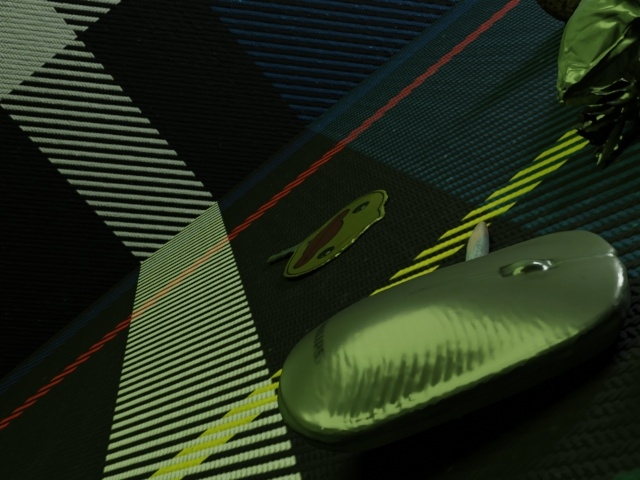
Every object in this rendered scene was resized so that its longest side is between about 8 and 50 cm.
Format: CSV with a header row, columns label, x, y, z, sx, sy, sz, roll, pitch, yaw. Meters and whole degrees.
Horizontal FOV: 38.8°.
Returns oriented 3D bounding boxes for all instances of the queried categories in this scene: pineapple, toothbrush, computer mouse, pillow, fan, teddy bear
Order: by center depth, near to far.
label,x,y,z,sx,sy,sz,roll,pitch,yaw
computer mouse,0.108,0.079,0.810,0.330,0.095,0.197,-25,24,12
toothbrush,0.159,0.066,0.948,0.037,0.028,0.375,-27,18,23
pineapple,0.391,-0.189,1.021,0.251,0.125,0.125,-43,10,32
pillow,0.433,-0.311,1.205,0.283,0.138,0.310,-39,9,41
teddy bear,0.466,-0.450,1.597,0.177,0.140,0.190,11,37,38
fan,-0.001,-0.001,1.600,0.335,0.011,0.229,-23,22,49
